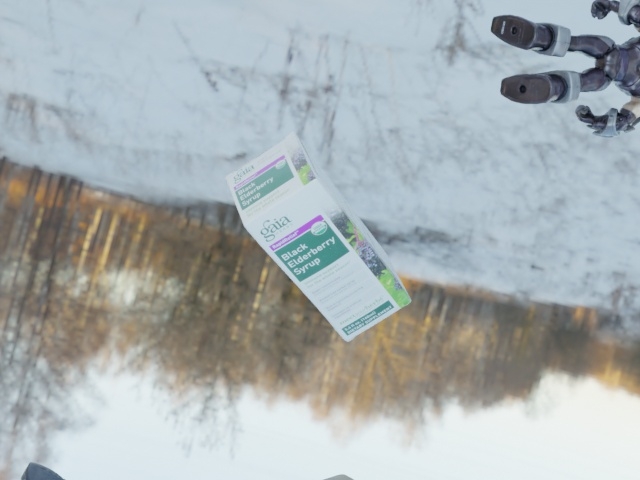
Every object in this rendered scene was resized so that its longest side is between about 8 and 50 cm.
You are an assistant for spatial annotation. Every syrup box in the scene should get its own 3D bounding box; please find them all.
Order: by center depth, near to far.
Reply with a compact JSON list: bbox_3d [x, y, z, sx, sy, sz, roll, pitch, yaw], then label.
[{"bbox_3d":[0.000,0.000,1.210,0.237,0.093,0.096,51,-170,-42],"label":"syrup box"}]

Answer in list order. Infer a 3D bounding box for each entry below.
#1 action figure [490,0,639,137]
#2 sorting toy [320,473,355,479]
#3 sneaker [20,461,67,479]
[{"bbox_3d":[0.345,-0.220,1.334,0.285,0.185,0.099,-2,-173,-34],"label":"action figure"},{"bbox_3d":[-0.023,0.453,1.611,0.257,0.089,0.255,-13,-174,-21],"label":"sorting toy"},{"bbox_3d":[-0.303,0.417,1.376,0.112,0.131,0.319,13,142,47],"label":"sneaker"}]
